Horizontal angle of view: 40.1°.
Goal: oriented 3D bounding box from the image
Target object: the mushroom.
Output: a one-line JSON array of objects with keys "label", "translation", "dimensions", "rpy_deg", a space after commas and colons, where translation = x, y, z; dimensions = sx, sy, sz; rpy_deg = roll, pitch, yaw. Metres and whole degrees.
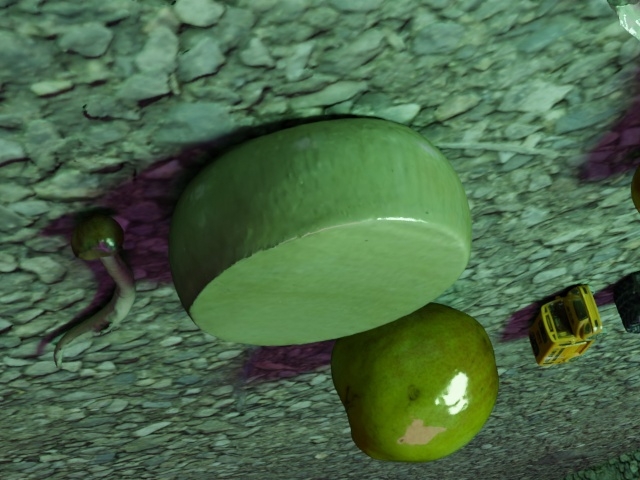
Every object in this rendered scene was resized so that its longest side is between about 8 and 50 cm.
[{"label": "mushroom", "translation": [-0.209, 0.057, 0.820], "dimensions": [0.068, 0.043, 0.306], "rpy_deg": [12, 150, -12]}]

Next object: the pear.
[{"label": "pear", "translation": [0.114, 0.168, 1.047], "dimensions": [0.200, 0.200, 0.200], "rpy_deg": [-12, 155, -5]}]

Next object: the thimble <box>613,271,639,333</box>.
[{"label": "thimble", "translation": [0.453, 0.081, 1.184], "dimensions": [0.104, 0.066, 0.095], "rpy_deg": [0, 150, -29]}]

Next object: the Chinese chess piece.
[{"label": "Chinese chess piece", "translation": [0.000, 0.000, 0.726], "dimensions": [0.250, 0.101, 0.250], "rpy_deg": [-11, 155, -5]}]

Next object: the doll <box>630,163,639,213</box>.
[{"label": "doll", "translation": [0.388, -0.079, 0.703], "dimensions": [0.162, 0.167, 0.270], "rpy_deg": [-11, 153, -11]}]

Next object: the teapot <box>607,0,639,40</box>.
[{"label": "teapot", "translation": [0.221, -0.166, 0.554], "dimensions": [0.064, 0.064, 0.083], "rpy_deg": [-30, -176, 46]}]

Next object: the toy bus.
[{"label": "toy bus", "translation": [0.333, 0.120, 1.198], "dimensions": [0.074, 0.070, 0.162], "rpy_deg": [-11, 156, -2]}]
